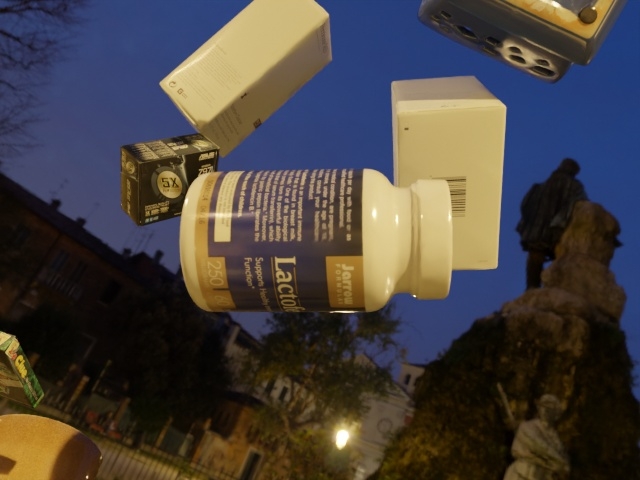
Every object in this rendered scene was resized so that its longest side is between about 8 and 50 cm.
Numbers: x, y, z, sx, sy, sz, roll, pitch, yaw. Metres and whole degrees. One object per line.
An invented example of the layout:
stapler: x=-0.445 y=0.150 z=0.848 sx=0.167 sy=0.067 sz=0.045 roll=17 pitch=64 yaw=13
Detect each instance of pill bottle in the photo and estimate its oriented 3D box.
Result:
pill bottle: x=0.000 y=0.000 z=0.601 sx=0.264 sy=0.153 sz=0.153 roll=-1 pitch=-27 yaw=7

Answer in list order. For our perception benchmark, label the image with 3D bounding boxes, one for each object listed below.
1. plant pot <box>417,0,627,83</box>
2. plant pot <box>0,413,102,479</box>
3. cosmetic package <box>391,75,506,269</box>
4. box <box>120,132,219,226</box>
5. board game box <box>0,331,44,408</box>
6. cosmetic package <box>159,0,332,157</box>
plant pot: x=0.277 y=-0.351 z=0.712 sx=0.236 sy=0.236 sz=0.212 roll=27 pitch=16 yaw=1
plant pot: x=-0.549 y=0.487 z=1.002 sx=0.237 sy=0.254 sz=0.237 roll=2 pitch=-50 yaw=2
cosmetic package: x=0.175 y=-0.105 z=0.820 sx=0.138 sy=0.225 sz=0.224 roll=-3 pitch=-65 yaw=5
box: x=-0.306 y=-0.127 z=1.152 sx=0.077 sy=0.180 sz=0.147 roll=39 pitch=-49 yaw=33
board game box: x=-0.520 y=0.150 z=0.788 sx=0.259 sy=0.030 sz=0.136 roll=15 pitch=-45 yaw=12
cosmetic package: x=-0.160 y=-0.400 z=1.330 sx=0.156 sy=0.385 sz=0.217 roll=48 pitch=-3 yaw=10
